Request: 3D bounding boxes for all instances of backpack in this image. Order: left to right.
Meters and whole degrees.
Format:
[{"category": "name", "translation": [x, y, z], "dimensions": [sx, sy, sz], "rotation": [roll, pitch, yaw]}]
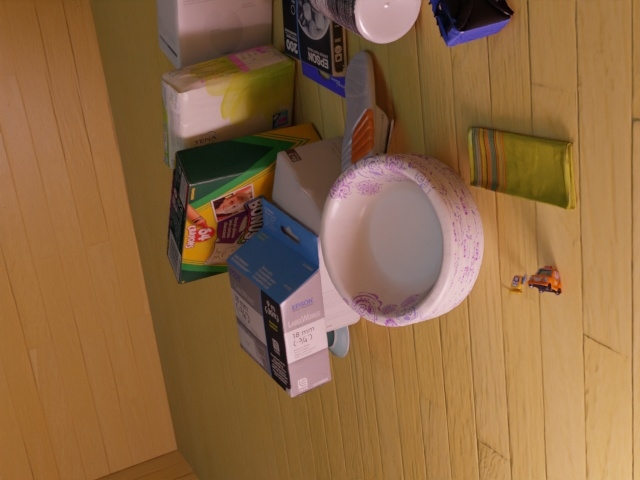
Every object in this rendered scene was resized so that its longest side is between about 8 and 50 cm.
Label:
[{"category": "backpack", "translation": [0.203, -0.350, 1.437], "dimensions": [0.120, 0.098, 0.101], "rotation": [70, 160, 5]}]

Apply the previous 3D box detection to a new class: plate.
[{"category": "plate", "translation": [0.013, 0.187, 2.318], "dimensions": [0.188, 0.024, 0.188], "rotation": [48, 147, 47]}]

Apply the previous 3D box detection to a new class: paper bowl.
[{"category": "paper bowl", "translation": [0.147, -0.005, 1.659], "dimensions": [0.284, 0.148, 0.284], "rotation": [6, 99, 42]}]

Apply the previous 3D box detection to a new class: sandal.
[{"category": "sandal", "translation": [0.096, -0.218, 1.813], "dimensions": [0.102, 0.076, 0.265], "rotation": [-13, 72, 58]}]

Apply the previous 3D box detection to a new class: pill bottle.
[{"category": "pill bottle", "translation": [0.055, -0.429, 1.677], "dimensions": [0.246, 0.130, 0.130], "rotation": [44, 143, 50]}]

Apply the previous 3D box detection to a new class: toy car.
[{"category": "toy car", "translation": [0.318, 0.057, 1.506], "dimensions": [0.122, 0.060, 0.040], "rotation": [0, 74, 59]}]

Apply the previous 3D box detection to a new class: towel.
[{"category": "towel", "translation": [0.295, -0.111, 1.484], "dimensions": [0.237, 0.021, 0.102], "rotation": [24, 127, 61]}]

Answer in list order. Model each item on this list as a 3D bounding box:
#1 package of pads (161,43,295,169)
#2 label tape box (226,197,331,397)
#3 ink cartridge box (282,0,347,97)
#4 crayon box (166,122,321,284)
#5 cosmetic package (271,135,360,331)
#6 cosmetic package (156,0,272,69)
[{"category": "package of pads", "translation": [-0.195, -0.283, 2.125], "dimensions": [0.101, 0.296, 0.229], "rotation": [42, 143, 38]}, {"category": "label tape box", "translation": [-0.091, 0.113, 2.015], "dimensions": [0.240, 0.106, 0.333], "rotation": [35, 138, 52]}, {"category": "ink cartridge box", "translation": [-0.012, -0.397, 1.960], "dimensions": [0.206, 0.045, 0.208], "rotation": [38, 140, 53]}, {"category": "crayon box", "translation": [-0.168, -0.076, 2.182], "dimensions": [0.363, 0.313, 0.106], "rotation": [106, 144, -52]}, {"category": "cosmetic package", "translation": [0.000, 0.000, 2.061], "dimensions": [0.217, 0.156, 0.385], "rotation": [58, 151, 32]}, {"category": "cosmetic package", "translation": [-0.231, -0.512, 2.146], "dimensions": [0.138, 0.224, 0.224], "rotation": [52, 149, 41]}]
